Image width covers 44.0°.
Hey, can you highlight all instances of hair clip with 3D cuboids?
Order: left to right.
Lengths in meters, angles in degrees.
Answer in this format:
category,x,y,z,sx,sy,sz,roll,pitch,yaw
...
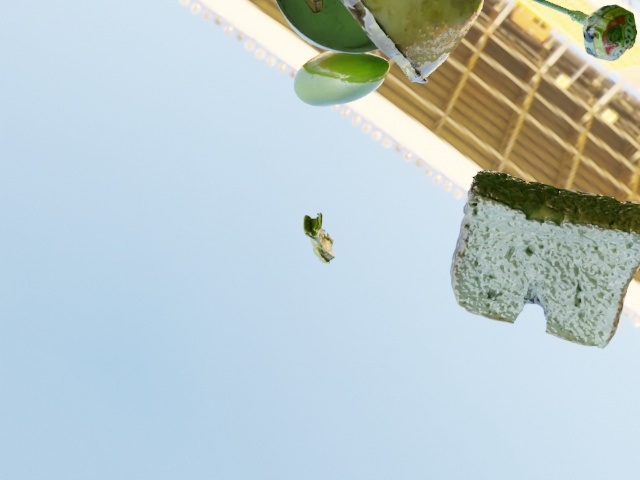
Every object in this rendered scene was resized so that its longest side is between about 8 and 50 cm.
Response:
category,x,y,z,sx,sy,sz,roll,pitch,yaw
hair clip,0.000,0.000,1.779,0.046,0.173,0.072,-4,-114,12

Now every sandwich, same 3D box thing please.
category,x,y,z,sx,sy,sz,roll,pitch,yaw
sandwich,0.343,0.031,1.219,0.273,0.248,0.095,15,-144,15

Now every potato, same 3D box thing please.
category,x,y,z,sx,sy,sz,roll,pitch,yaw
potato,0.181,-0.456,1.476,0.285,0.243,0.242,47,-145,-18

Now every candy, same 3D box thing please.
category,x,y,z,sx,sy,sz,roll,pitch,yaw
candy,0.449,-0.397,1.418,0.083,0.091,0.305,15,-159,-29

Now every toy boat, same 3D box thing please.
category,x,y,z,sx,sy,sz,roll,pitch,yaw
toy boat,-0.030,-0.535,1.619,0.047,0.049,0.149,-19,-98,-7

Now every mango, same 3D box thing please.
category,x,y,z,sx,sy,sz,roll,pitch,yaw
mango,0.066,-0.470,2.267,0.192,0.343,0.155,-40,-62,-31

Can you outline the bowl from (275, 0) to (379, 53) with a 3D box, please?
category,x,y,z,sx,sy,sz,roll,pitch,yaw
bowl,0.027,-0.520,1.721,0.314,0.146,0.313,4,-103,-17
